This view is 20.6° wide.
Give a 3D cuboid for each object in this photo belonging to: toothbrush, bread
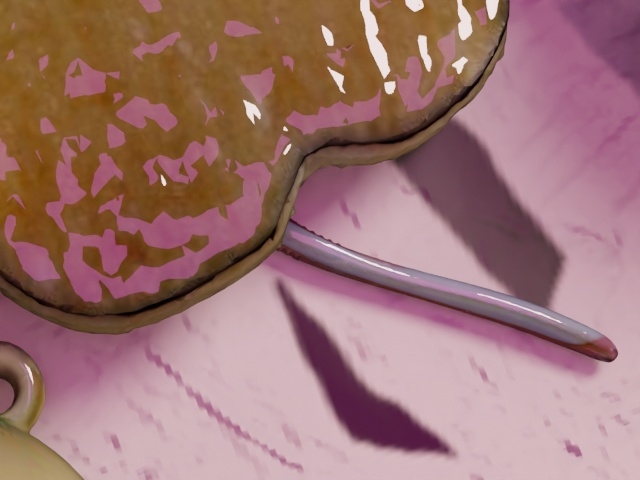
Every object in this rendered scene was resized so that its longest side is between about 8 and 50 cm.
[{"bbox_3d":[0.000,0.000,0.527,0.193,0.013,0.019,21,73,-4],"label":"toothbrush"},{"bbox_3d":[-0.038,-0.120,0.512,0.207,0.056,0.286,-11,81,-9],"label":"bread"}]

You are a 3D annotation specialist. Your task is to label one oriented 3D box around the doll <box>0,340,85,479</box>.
[{"bbox_3d":[-0.120,0.169,0.449,0.141,0.117,0.296,15,68,1],"label":"doll"}]
